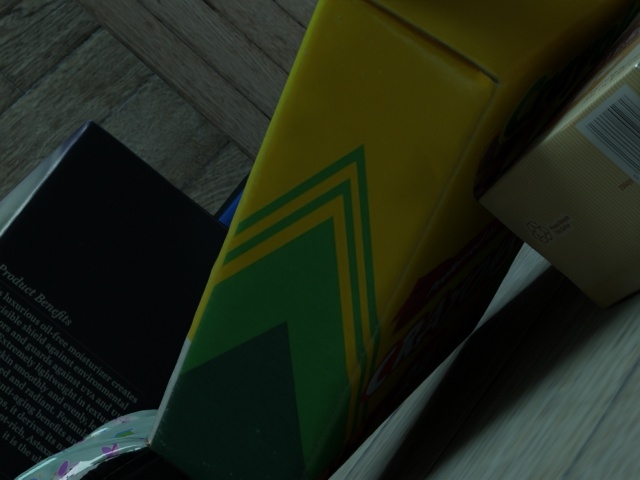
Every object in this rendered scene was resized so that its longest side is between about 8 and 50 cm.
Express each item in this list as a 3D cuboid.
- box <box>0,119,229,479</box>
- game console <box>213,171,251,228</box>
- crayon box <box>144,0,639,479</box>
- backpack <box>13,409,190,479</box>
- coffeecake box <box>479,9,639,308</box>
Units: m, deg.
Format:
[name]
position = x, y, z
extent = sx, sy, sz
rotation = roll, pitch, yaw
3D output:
[box]
position = -0.238, 0.099, 1.214
extent = 0.294, 0.183, 0.296
rotation = -56, 14, -27
[game console]
position = 0.000, 0.000, 1.427
extent = 0.293, 0.250, 0.173
rotation = -47, 28, 46
[crayon box]
position = 0.049, -0.039, 0.681
extent = 0.202, 0.081, 0.318
rotation = -39, -21, -47
[backpack]
position = -0.125, 0.174, 0.882
extent = 0.182, 0.152, 0.115
rotation = -35, 16, 3
[coffeecake box]
position = 0.158, -0.077, 0.572
extent = 0.185, 0.068, 0.142
rotation = -48, 0, -22
